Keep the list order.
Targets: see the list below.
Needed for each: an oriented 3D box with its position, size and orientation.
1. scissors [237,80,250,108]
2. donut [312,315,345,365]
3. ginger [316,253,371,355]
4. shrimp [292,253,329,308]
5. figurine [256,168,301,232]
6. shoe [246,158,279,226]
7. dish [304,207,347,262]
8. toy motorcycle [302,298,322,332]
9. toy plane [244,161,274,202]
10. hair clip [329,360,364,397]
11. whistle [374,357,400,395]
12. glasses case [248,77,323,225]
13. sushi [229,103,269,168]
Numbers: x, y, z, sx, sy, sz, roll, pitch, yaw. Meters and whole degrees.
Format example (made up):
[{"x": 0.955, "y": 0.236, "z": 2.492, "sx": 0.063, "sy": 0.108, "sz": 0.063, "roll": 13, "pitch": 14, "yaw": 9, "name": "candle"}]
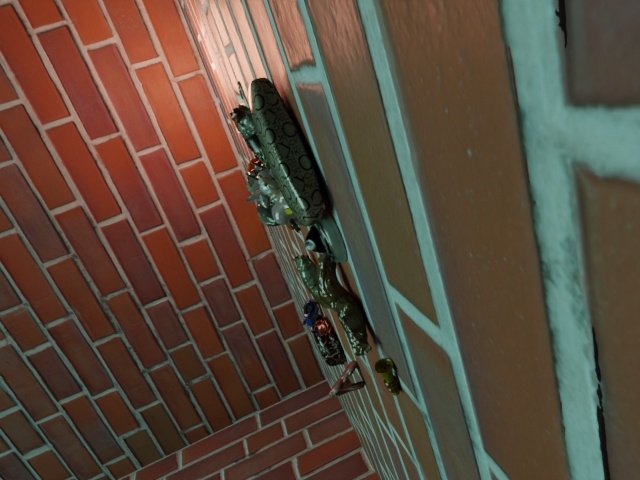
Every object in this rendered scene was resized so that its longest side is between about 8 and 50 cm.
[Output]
[{"x": -0.241, "y": -0.423, "z": 1.605, "sx": 0.109, "sy": 0.022, "sz": 0.300, "roll": 45, "pitch": 159, "yaw": 60, "name": "scissors"}, {"x": 0.031, "y": 0.461, "z": 2.012, "sx": 0.235, "sy": 0.089, "sz": 0.235, "roll": 159, "pitch": 90, "yaw": -82, "name": "donut"}, {"x": 0.051, "y": 0.163, "z": 1.157, "sx": 0.122, "sy": 0.084, "sz": 0.290, "roll": 73, "pitch": 172, "yaw": -72, "name": "ginger"}, {"x": -0.009, "y": 0.152, "z": 1.539, "sx": 0.185, "sy": 0.068, "sz": 0.287, "roll": 68, "pitch": 169, "yaw": -17, "name": "shrimp"}, {"x": -0.103, "y": -0.111, "z": 1.248, "sx": 0.229, "sy": 0.112, "sz": 0.137, "roll": 48, "pitch": 153, "yaw": 23, "name": "figurine"}, {"x": -0.181, "y": -0.193, "z": 1.559, "sx": 0.336, "sy": 0.132, "sz": 0.171, "roll": -122, "pitch": 23, "yaw": -48, "name": "shoe"}, {"x": 0.000, "y": 0.000, "z": 1.073, "sx": 0.141, "sy": 0.078, "sz": 0.141, "roll": 157, "pitch": 90, "yaw": -81, "name": "dish"}, {"x": -0.038, "y": 0.352, "z": 2.135, "sx": 0.114, "sy": 0.076, "sz": 0.205, "roll": -65, "pitch": -32, "yaw": -41, "name": "toy motorcycle"}, {"x": -0.130, "y": -0.171, "z": 1.396, "sx": 0.088, "sy": 0.212, "sz": 0.267, "roll": 11, "pitch": -160, "yaw": -48, "name": "toy plane"}, {"x": 0.087, "y": 0.523, "z": 1.686, "sx": 0.123, "sy": 0.138, "sz": 0.102, "roll": 75, "pitch": 176, "yaw": -79, "name": "hair clip"}, {"x": 0.161, "y": 0.327, "z": 1.069, "sx": 0.057, "sy": 0.046, "sz": 0.109, "roll": 32, "pitch": 153, "yaw": 50, "name": "whistle"}, {"x": -0.081, "y": -0.200, "z": 1.017, "sx": 0.137, "sy": 0.085, "sz": 0.355, "roll": 123, "pitch": 125, "yaw": -75, "name": "glasses case"}, {"x": -0.161, "y": -0.285, "z": 1.259, "sx": 0.226, "sy": 0.097, "sz": 0.103, "roll": 55, "pitch": -178, "yaw": -24, "name": "sushi"}]
